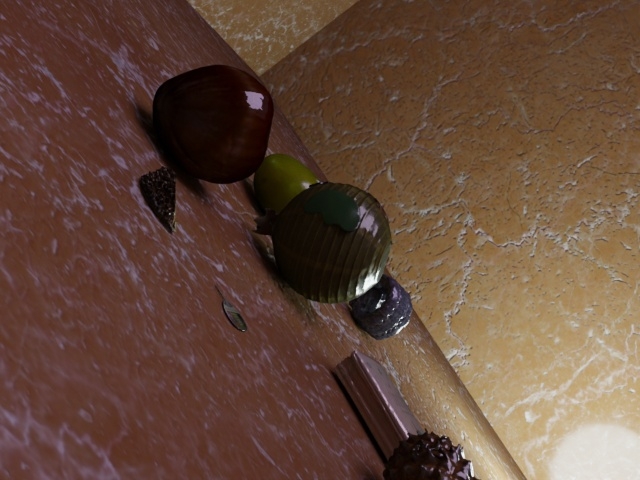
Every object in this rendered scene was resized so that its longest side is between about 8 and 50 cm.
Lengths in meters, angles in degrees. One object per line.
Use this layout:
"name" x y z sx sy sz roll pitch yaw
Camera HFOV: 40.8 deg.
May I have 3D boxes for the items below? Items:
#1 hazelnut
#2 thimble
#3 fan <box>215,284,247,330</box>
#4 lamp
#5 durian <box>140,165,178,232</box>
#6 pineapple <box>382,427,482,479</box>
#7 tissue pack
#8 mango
"hazelnut" -0.202 -0.216 1.556 0.229 0.229 0.229 53 8 -10
"thimble" 0.152 0.166 2.166 0.098 0.150 0.150 43 13 -35
"fan" -0.128 0.105 1.267 0.060 0.003 0.080 47 10 -44
"lamp" 0.000 0.000 1.727 0.284 0.250 0.250 16 0 12
"durian" -0.238 -0.065 1.273 0.130 0.052 0.066 -114 -155 -43
"pineapple" 0.165 0.371 1.324 0.166 0.166 0.193 51 5 -22
"tissue pack" 0.149 0.361 1.570 0.325 0.071 0.170 57 10 26
"mango" -0.074 -0.112 2.005 0.185 0.149 0.273 36 12 -44
